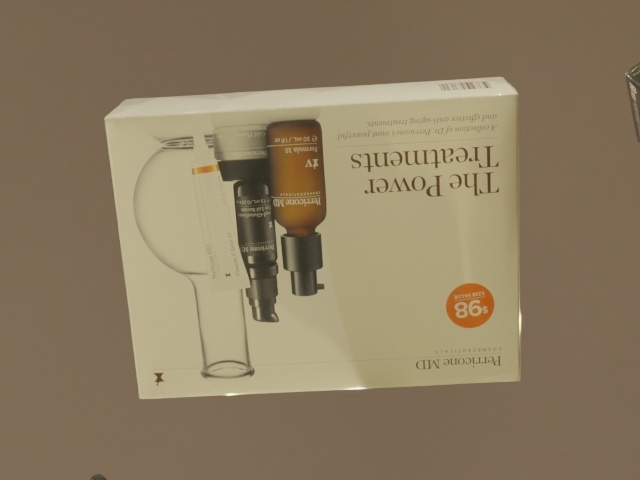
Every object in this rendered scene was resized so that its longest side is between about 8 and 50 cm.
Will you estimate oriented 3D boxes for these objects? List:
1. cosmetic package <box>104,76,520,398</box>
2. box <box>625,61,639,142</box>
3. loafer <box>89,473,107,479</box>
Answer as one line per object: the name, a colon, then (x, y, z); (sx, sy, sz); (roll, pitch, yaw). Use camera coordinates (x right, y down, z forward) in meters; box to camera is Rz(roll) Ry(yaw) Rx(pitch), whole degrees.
cosmetic package: (0.000, 0.000, 1.021); (0.377, 0.097, 0.285); (-4, -71, 3)
box: (0.452, -0.091, 1.051); (0.143, 0.270, 0.165); (-40, -31, 3)
loafer: (-0.198, 0.320, 1.077); (0.061, 0.062, 0.170); (-40, -82, -21)
